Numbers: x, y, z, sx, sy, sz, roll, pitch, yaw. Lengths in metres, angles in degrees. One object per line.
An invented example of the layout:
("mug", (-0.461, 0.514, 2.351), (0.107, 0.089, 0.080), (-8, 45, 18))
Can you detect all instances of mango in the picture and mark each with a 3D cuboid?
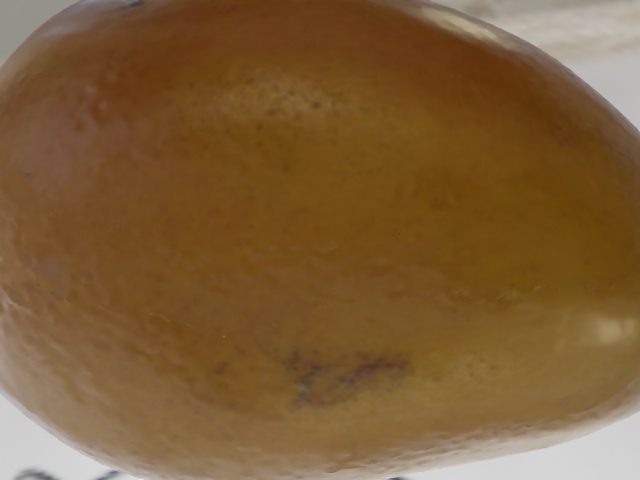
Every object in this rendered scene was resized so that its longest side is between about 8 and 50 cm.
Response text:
("mango", (0.000, 0.000, 0.446), (0.219, 0.144, 0.112), (5, -161, 9))
